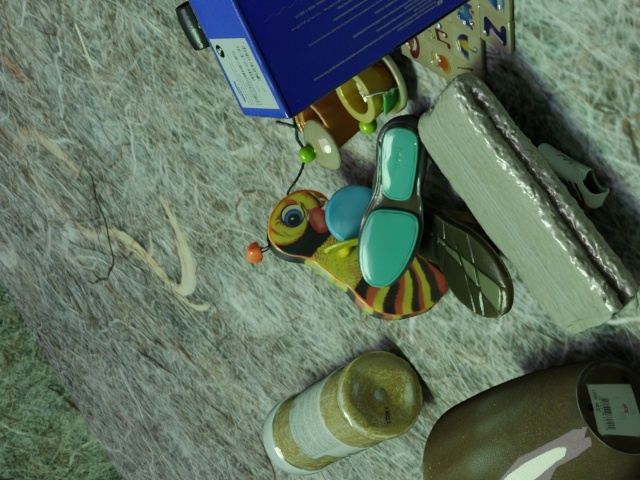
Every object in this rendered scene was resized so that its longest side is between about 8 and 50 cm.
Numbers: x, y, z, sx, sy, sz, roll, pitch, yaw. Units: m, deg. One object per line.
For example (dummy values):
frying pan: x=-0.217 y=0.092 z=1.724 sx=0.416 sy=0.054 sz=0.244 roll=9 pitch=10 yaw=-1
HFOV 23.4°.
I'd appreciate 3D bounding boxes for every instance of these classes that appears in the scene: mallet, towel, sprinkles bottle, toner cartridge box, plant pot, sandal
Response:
mallet: x=-0.107 y=-0.257 z=1.865 sx=0.189 sy=0.039 sz=0.062 roll=14 pitch=133 yaw=50
towel: x=0.202 y=-0.033 z=1.535 sx=0.282 sy=0.049 sz=0.187 roll=54 pitch=168 yaw=3
sprinkles bottle: x=0.024 y=0.246 z=2.164 sx=0.121 sy=0.121 sz=0.355 roll=54 pitch=155 yaw=2
toner cartridge box: x=0.055 y=-0.251 z=1.203 sx=0.075 sy=0.348 sz=0.165 roll=13 pitch=132 yaw=56
plant pot: x=0.256 y=0.223 z=1.654 sx=0.215 sy=0.215 sz=0.230 roll=51 pitch=142 yaw=8
sandal: x=0.159 y=0.009 z=1.701 sx=0.219 sy=0.060 sz=0.090 roll=-138 pitch=39 yaw=-58

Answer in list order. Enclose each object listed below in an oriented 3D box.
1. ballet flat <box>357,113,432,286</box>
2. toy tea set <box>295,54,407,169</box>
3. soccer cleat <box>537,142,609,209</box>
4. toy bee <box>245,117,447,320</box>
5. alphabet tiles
ballet flat: x=0.085 y=-0.047 z=1.698 sx=0.074 sy=0.074 sz=0.203 roll=32 pitch=126 yaw=40
toy tea set: x=-0.018 y=-0.206 z=1.646 sx=0.200 sy=0.124 sz=0.336 roll=30 pitch=146 yaw=49
soccer cleat: x=0.244 y=-0.066 z=1.489 sx=0.083 sy=0.029 sz=0.035 roll=48 pitch=146 yaw=7
toy bee: x=0.000 y=0.000 z=1.837 sx=0.298 sy=0.162 sz=0.195 roll=46 pitch=171 yaw=26
alphabet tiles: x=0.114 y=-0.252 z=1.505 sx=0.198 sy=0.009 sz=0.237 roll=35 pitch=150 yaw=35
